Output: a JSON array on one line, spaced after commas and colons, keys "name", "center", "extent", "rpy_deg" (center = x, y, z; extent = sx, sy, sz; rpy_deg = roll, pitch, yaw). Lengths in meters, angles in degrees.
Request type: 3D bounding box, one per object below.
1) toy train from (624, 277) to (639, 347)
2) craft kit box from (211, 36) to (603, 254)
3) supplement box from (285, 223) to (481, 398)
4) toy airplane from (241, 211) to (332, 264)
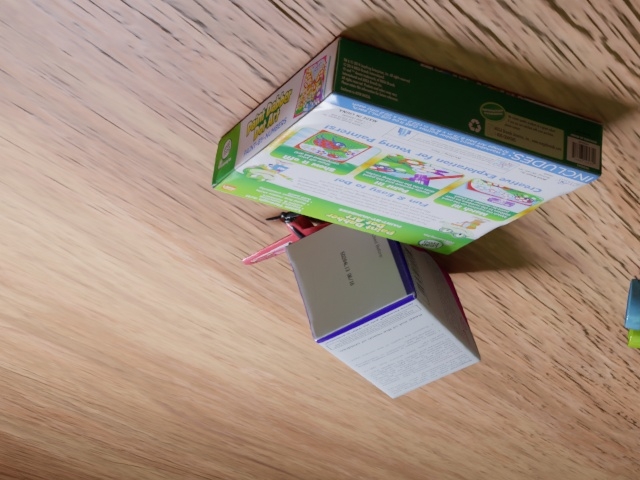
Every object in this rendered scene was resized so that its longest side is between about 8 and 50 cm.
[{"name": "toy train", "center": [0.397, 0.110, 1.547], "extent": [0.143, 0.105, 0.248], "rpy_deg": [13, 161, 13]}, {"name": "craft kit box", "center": [0.068, -0.070, 1.222], "extent": [0.250, 0.061, 0.246], "rpy_deg": [16, 155, -23]}, {"name": "supplement box", "center": [0.068, 0.066, 1.455], "extent": [0.114, 0.111, 0.220], "rpy_deg": [-26, 150, 14]}, {"name": "toy airplane", "center": [0.000, 0.000, 1.460], "extent": [0.151, 0.028, 0.151], "rpy_deg": [-6, 150, -3]}]
